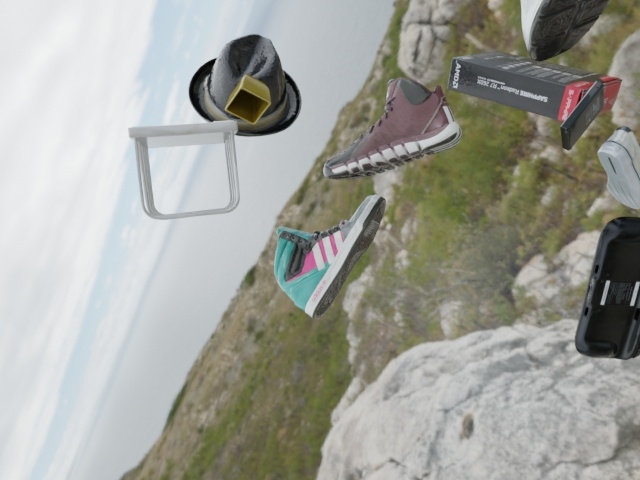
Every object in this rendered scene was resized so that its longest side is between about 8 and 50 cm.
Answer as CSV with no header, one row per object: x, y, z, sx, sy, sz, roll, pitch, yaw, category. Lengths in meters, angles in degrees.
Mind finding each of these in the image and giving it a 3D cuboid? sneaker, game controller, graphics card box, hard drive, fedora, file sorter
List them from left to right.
-0.263,-0.135,1.238,0.277,0.192,0.173,-162,66,-78,file sorter
-0.184,-0.424,1.598,0.153,0.333,0.334,112,171,-49,fedora
0.000,0.000,1.322,0.296,0.178,0.124,-56,-19,-9,sneaker
0.125,-0.226,1.220,0.106,0.281,0.163,5,-110,-74,sneaker
0.548,-0.408,1.605,0.370,0.232,0.094,29,127,37,graphics card box
0.439,-0.581,1.202,0.447,0.169,0.258,70,177,-60,sneaker
0.595,-0.281,1.401,0.022,0.094,0.135,36,84,33,hard drive
0.640,0.106,1.300,0.067,0.166,0.319,-91,7,-73,game controller
0.737,-0.168,1.464,0.091,0.258,0.094,-50,46,-3,sneaker

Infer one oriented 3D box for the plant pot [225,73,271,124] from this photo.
-0.167,-0.342,1.451,0.081,0.081,0.083,-42,35,41,plant pot
